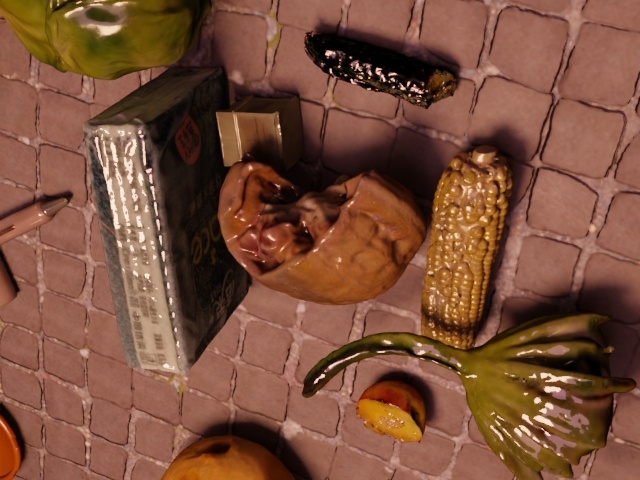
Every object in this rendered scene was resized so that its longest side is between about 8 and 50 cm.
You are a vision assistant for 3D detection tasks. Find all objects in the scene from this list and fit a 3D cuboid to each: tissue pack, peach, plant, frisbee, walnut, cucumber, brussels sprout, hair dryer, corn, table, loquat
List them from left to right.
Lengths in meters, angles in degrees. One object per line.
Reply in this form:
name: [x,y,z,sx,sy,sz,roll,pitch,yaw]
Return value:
frisbee: [-0.588,0.334,1.623,0.192,0.035,0.192,10,119,20]
hair dryer: [-0.437,-0.003,1.382,0.220,0.054,0.195,-9,112,20]
brussels sprout: [-0.245,-0.304,1.025,0.294,0.227,0.259,8,124,53]
tissue pack: [-0.176,-0.029,1.136,0.103,0.228,0.316,4,117,17]
loquat: [-0.134,0.396,1.362,0.238,0.193,0.238,7,118,13]
table: [-0.072,-0.131,1.138,0.083,0.062,0.079,5,118,21]
walnut: [0.000,0.005,1.091,0.238,0.141,0.204,7,152,27]
cucumber: [0.062,-0.193,1.055,0.181,0.053,0.053,23,122,15]
peach: [0.098,0.221,1.248,0.098,0.061,0.098,23,145,17]
corn: [0.163,0.020,1.099,0.086,0.086,0.288,15,123,16]
plant: [0.178,0.164,1.056,0.333,0.180,0.251,16,115,-16]
